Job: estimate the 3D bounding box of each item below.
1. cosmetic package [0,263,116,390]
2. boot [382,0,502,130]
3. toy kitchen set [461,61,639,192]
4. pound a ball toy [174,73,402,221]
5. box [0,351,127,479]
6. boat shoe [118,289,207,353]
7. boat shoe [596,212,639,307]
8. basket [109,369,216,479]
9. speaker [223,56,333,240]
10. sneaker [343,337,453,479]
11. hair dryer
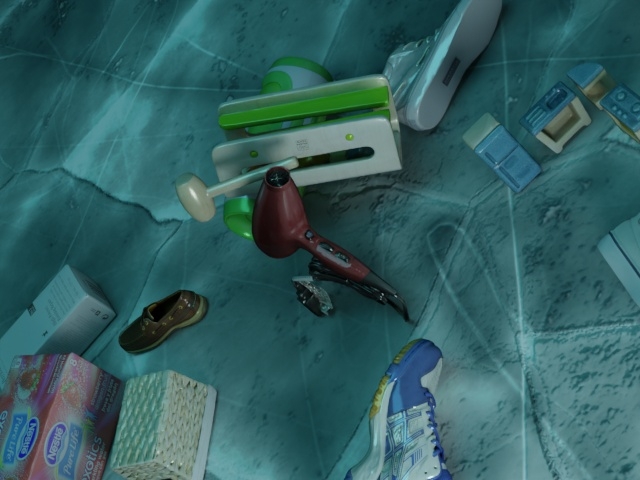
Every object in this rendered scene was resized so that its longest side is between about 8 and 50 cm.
[{"bbox_3d":[-0.481,0.169,2.275,0.231,0.085,0.117,-48,41,3],"label":"cosmetic package"},{"bbox_3d":[0.174,-0.301,2.007,0.123,0.095,0.258,27,82,41],"label":"boot"},{"bbox_3d":[0.332,-0.143,1.736,0.207,0.122,0.166,-45,42,8],"label":"toy kitchen set"},{"bbox_3d":[-0.041,-0.115,1.912,0.319,0.136,0.208,-10,39,9],"label":"pound a ball toy"},{"bbox_3d":[-0.446,0.345,2.074,0.154,0.142,0.300,-6,58,38],"label":"box"},{"bbox_3d":[-0.273,0.129,2.133,0.178,0.060,0.064,-29,46,24],"label":"boat shoe"},{"bbox_3d":[0.430,0.060,1.535,0.088,0.096,0.267,-44,33,15],"label":"boat shoe"},{"bbox_3d":[-0.242,0.291,1.959,0.113,0.103,0.167,-17,53,34],"label":"basket"},{"bbox_3d":[-0.067,-0.149,2.096,0.131,0.131,0.297,-5,59,40],"label":"speaker"},{"bbox_3d":[0.123,0.275,1.665,0.130,0.112,0.297,12,71,27],"label":"sneaker"},{"bbox_3d":[0.000,0.000,1.823,0.223,0.293,0.080,-2,47,45],"label":"hair dryer"}]
